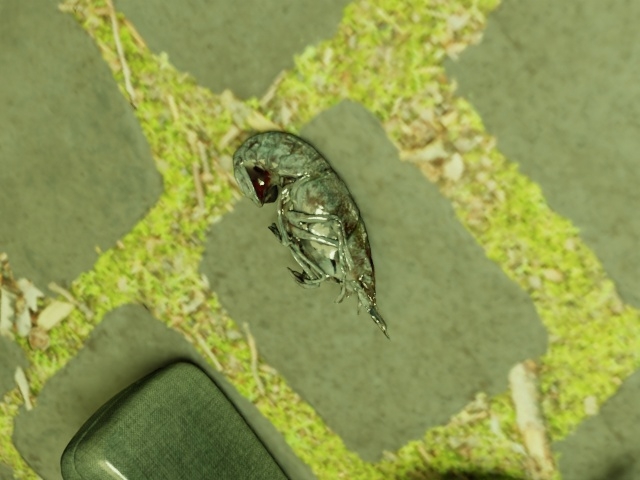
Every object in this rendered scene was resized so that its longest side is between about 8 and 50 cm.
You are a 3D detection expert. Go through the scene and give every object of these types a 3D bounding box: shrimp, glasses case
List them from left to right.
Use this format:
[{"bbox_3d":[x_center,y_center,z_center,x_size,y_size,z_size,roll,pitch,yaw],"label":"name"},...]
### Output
[{"bbox_3d":[-0.057,0.246,0.847,0.074,0.131,0.323,-28,101,40],"label":"glasses case"},{"bbox_3d":[0.000,0.000,0.756,0.065,0.056,0.165,-26,92,14],"label":"shrimp"}]
